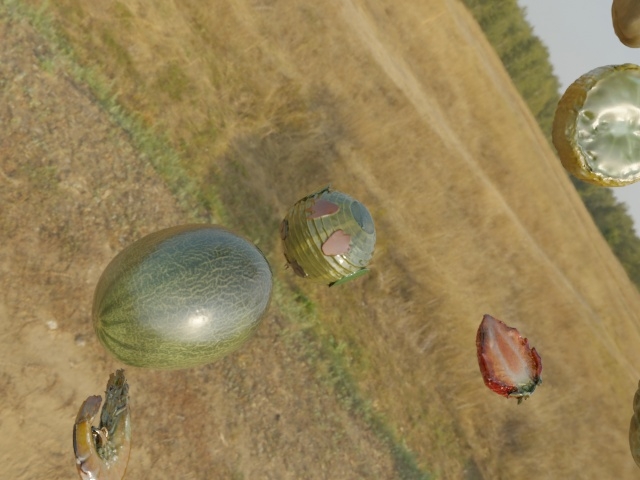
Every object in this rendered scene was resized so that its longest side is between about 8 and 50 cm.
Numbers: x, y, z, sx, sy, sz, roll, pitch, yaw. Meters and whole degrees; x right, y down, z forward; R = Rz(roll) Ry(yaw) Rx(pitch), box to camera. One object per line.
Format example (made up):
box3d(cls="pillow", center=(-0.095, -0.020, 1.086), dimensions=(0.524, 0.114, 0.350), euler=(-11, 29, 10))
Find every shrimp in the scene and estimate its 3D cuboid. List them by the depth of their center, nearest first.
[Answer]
box3d(cls="shrimp", center=(-0.393, 0.337, 1.079), dimensions=(0.249, 0.067, 0.150), euler=(-101, 173, -54))

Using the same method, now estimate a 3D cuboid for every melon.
box3d(cls="melon", center=(-0.226, 0.094, 0.991), dimensions=(0.301, 0.237, 0.238), euler=(-17, 78, -36))

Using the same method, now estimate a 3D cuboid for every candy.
box3d(cls="candy", center=(0.617, -0.239, 1.246), dimensions=(0.260, 0.259, 0.118), euler=(55, 3, -14))

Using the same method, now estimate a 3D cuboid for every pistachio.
box3d(cls="pistachio", center=(0.684, -0.509, 1.201), dimensions=(0.153, 0.238, 0.137), euler=(20, 9, 10))

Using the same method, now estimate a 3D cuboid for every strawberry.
box3d(cls="strawberry", center=(0.367, 0.242, 1.208), dimensions=(0.146, 0.082, 0.187), euler=(-6, 62, -36))

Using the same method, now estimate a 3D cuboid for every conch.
box3d(cls="conch", center=(0.575, 0.320, 1.002), dimensions=(0.105, 0.173, 0.116), euler=(23, 7, 21))

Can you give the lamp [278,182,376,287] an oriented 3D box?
box3d(cls="lamp", center=(0.000, 0.000, 1.487), dimensions=(0.250, 0.284, 0.250), euler=(33, 43, -36))
